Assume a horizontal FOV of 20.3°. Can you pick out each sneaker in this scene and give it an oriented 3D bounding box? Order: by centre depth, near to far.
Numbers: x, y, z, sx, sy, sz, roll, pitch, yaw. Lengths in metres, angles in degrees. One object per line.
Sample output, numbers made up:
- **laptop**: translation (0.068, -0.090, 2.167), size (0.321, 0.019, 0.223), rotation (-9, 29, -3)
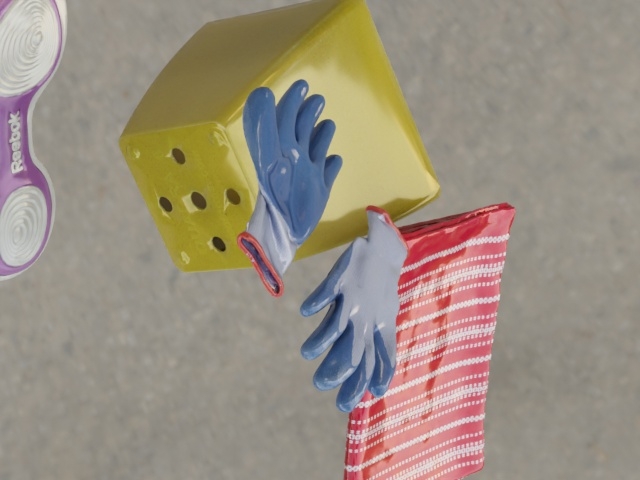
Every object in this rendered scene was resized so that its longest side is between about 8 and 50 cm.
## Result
- **sneaker**: translation (-0.299, -0.123, 1.506), size (0.114, 0.152, 0.305), rotation (-13, 118, -47)

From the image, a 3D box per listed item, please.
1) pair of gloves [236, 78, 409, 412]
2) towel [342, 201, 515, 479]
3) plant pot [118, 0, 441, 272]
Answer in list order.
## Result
- **pair of gloves**: translation (0.000, 0.000, 1.093), size (0.023, 0.159, 0.198), rotation (-15, 125, 28)
- **towel**: translation (0.097, 0.107, 1.598), size (0.199, 0.031, 0.275), rotation (-13, 114, -48)
- **plant pot**: translation (-0.053, -0.079, 1.628), size (0.187, 0.212, 0.212), rotation (-41, 115, -41)
